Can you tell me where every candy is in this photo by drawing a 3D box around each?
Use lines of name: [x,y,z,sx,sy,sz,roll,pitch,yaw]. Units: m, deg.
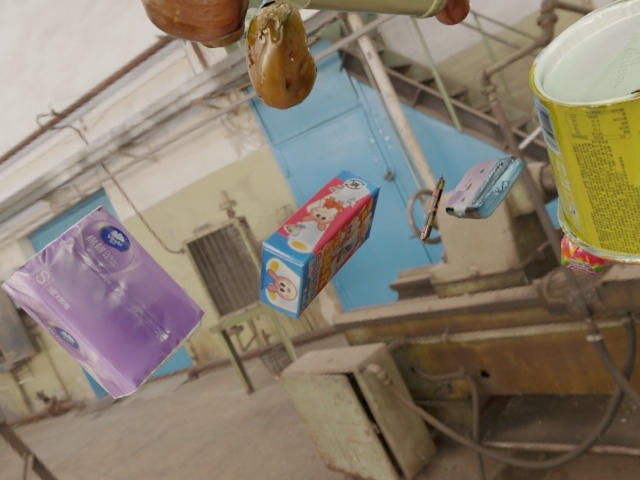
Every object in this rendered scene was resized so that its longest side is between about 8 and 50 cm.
candy: [0.001,0.001,1.285,0.306,0.100,0.157,-44,-26,-41]
candy: [0.555,-0.100,1.279,0.124,0.365,0.124,-7,23,3]

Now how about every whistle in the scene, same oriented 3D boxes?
whistle: [-0.144,-0.626,1.728,0.236,0.077,0.114,-30,17,32]

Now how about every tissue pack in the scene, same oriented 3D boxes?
tissue pack: [-0.434,0.129,1.314,0.160,0.338,0.242,-27,19,51]

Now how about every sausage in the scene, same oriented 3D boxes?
sausage: [0.301,-0.082,1.699,0.025,0.198,0.028,17,-8,-3]
sausage: [0.238,-0.482,1.232,0.077,0.077,0.194,-23,-20,24]

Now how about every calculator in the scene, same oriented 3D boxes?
calculator: [0.394,-0.125,1.550,0.173,0.051,0.293,-54,7,-2]

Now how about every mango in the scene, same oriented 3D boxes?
mango: [-0.084,-0.408,1.411,0.156,0.248,0.151,-8,37,-12]

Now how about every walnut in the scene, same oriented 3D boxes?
walnut: [-0.223,-0.470,1.385,0.105,0.105,0.124,-19,11,45]

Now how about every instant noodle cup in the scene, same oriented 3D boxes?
instant noodle cup: [0.354,-0.131,0.674,0.264,0.200,0.264,-26,32,18]

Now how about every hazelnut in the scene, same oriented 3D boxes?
hazelnut: [-0.223,-0.456,1.121,0.214,0.214,0.176,-27,37,-17]

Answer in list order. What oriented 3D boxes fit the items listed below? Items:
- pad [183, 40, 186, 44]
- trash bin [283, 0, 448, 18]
pad: [-0.342,-0.614,1.558,0.006,0.245,0.170,-2,-43,-30]
trash bin: [0.056,-0.444,1.057,0.248,0.121,0.243,-9,30,-24]
